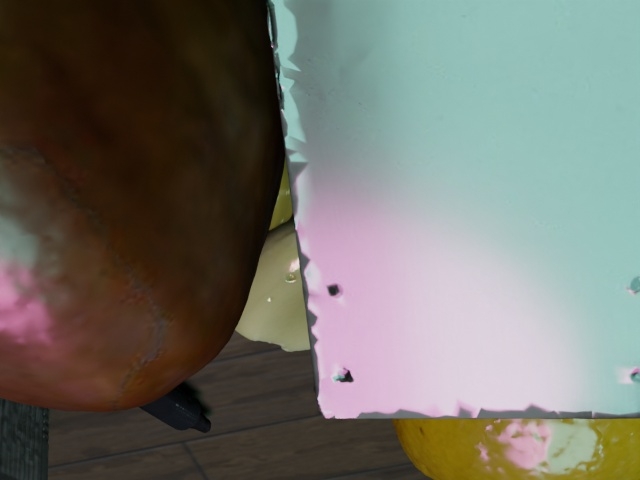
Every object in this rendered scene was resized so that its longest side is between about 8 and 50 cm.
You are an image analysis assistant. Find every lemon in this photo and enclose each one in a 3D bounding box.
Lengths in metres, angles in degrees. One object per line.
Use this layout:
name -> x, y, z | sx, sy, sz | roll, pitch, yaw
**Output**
lemon -> 0.160, 0.058, 1.011 | 0.240, 0.240, 0.219 | -2, 104, -5

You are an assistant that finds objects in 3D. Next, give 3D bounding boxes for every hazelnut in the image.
hazelnut -> -0.168, -0.091, 0.673 | 0.366, 0.365, 0.366 | -4, 143, -3

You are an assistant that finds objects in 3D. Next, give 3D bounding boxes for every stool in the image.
stool -> 0.083, -0.084, 0.707 | 0.170, 0.243, 0.269 | -1, 121, 10

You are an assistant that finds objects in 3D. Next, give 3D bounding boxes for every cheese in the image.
cheese -> 0.000, 0.000, 1.029 | 0.127, 0.050, 0.255 | -8, 148, -16

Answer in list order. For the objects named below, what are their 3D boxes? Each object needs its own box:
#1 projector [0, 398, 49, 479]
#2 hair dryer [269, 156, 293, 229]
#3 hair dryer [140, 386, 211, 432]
projector -> -0.341, 0.231, 1.191 | 0.257, 0.192, 0.099 | -27, 137, 25
hair dryer -> -0.071, -0.116, 0.873 | 0.135, 0.090, 0.278 | 2, 136, -10
hair dryer -> -0.146, 0.105, 1.173 | 0.128, 0.070, 0.255 | -23, 147, 20
